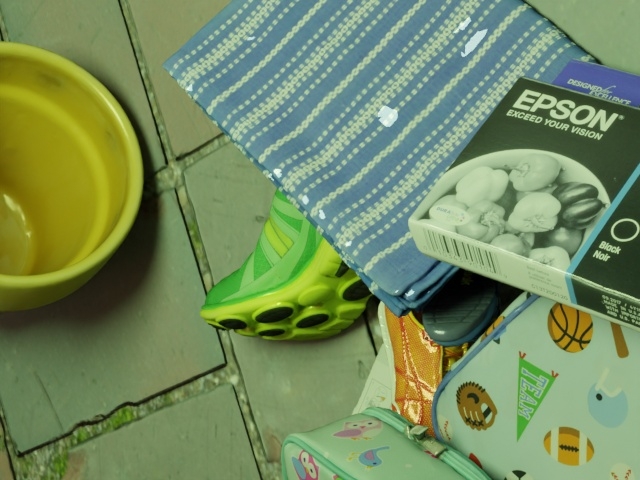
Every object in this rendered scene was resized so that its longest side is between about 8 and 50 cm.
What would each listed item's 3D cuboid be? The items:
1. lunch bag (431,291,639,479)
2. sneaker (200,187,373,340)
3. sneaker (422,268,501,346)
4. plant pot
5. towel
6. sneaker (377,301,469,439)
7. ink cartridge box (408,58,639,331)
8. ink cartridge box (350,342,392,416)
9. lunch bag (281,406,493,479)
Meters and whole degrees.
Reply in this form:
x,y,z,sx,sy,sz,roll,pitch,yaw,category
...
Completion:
x,y,z,sx,sy,sz,roll,pitch,yaw,category
0.232,0.129,1.295,0.303,0.115,0.243,-47,65,41,lunch bag
0.000,0.000,1.540,0.295,0.109,0.123,-37,47,45,sneaker
0.114,0.057,1.399,0.053,0.144,0.059,3,110,16,sneaker
-0.328,-0.032,1.774,0.239,0.254,0.254,-45,64,58,plant pot
0.048,-0.125,1.414,0.243,0.040,0.336,-46,59,3,towel
0.092,0.107,1.458,0.067,0.064,0.175,-38,61,46,sneaker
0.201,-0.046,1.228,0.206,0.208,0.045,20,149,34,ink cartridge box
0.078,0.197,1.531,0.145,0.045,0.179,28,98,41,ink cartridge box
0.062,0.270,1.384,0.224,0.108,0.279,31,131,57,lunch bag
